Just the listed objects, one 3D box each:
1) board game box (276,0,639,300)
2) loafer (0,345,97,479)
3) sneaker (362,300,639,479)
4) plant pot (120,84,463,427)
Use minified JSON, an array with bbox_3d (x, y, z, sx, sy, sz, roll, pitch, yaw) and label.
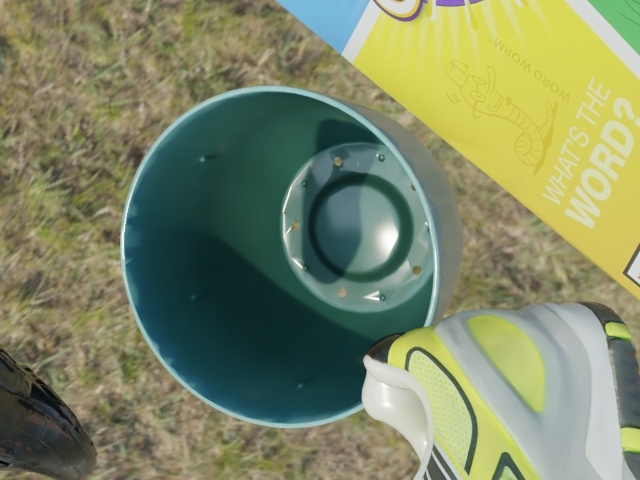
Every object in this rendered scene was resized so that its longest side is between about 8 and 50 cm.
[{"bbox_3d":[0.070,-0.135,0.400,0.064,0.242,0.316,-36,65,-28],"label":"board game box"},{"bbox_3d":[-0.216,0.119,0.805,0.078,0.223,0.076,-44,62,-10],"label":"loafer"},{"bbox_3d":[0.092,0.207,0.593,0.147,0.145,0.384,-1,51,3],"label":"sneaker"},{"bbox_3d":[0.000,0.000,1.131,0.293,0.293,0.235,66,22,1],"label":"plant pot"}]
